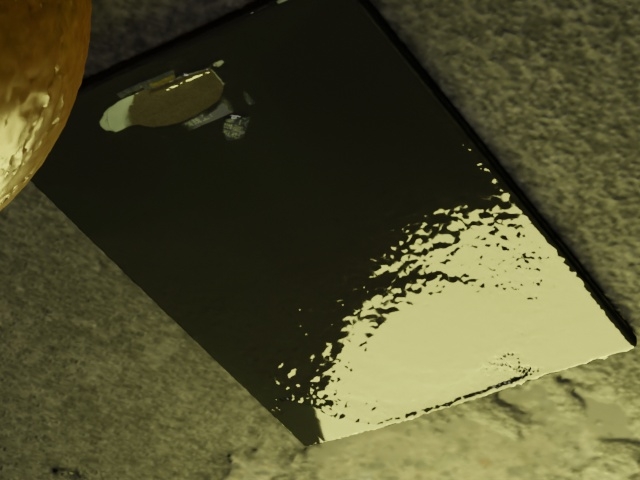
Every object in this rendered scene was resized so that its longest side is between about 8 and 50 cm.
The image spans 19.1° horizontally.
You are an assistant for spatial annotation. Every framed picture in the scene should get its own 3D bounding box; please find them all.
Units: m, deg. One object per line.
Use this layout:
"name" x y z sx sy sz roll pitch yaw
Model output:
"framed picture" 0.000 0.000 1.095 0.244 0.013 0.324 -21 129 28

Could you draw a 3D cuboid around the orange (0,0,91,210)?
"orange" -0.238 -0.106 0.844 0.274 0.274 0.274 5 137 5
